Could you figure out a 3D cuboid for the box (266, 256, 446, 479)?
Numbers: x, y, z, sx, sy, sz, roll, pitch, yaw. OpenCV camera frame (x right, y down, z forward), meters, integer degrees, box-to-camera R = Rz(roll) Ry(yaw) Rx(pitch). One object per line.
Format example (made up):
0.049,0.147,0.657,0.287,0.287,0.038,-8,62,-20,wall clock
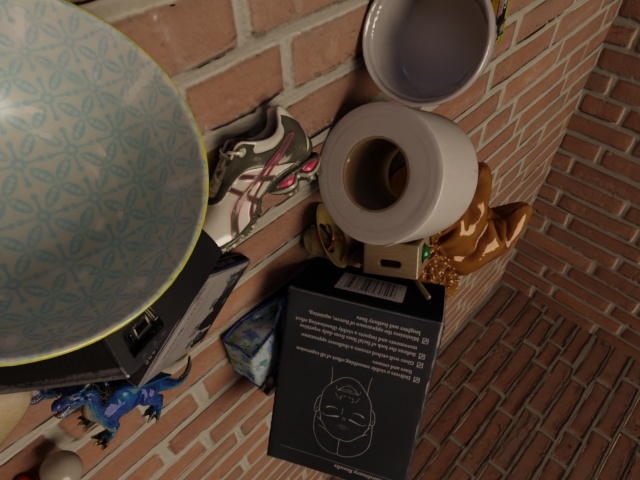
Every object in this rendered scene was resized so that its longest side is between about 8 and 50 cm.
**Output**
0.077,0.273,1.014,0.212,0.294,0.395,-42,143,-69,box

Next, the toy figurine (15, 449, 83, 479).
-0.406,0.417,0.650,0.210,0.213,0.148,3,129,-53,toy figurine

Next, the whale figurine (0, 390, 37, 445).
-0.416,0.189,0.508,0.216,0.141,0.272,-38,172,-40,whale figurine

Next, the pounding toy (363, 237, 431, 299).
0.167,0.040,0.977,0.130,0.141,0.100,-37,130,-61,pounding toy

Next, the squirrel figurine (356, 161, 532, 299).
0.266,-0.027,1.160,0.370,0.281,0.396,26,96,-55,squirrel figurine

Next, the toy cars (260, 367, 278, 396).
0.009,0.266,1.257,0.394,0.087,0.176,-40,148,-26,toy cars

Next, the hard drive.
-0.221,0.058,0.523,0.254,0.172,0.054,-73,151,-65,hard drive

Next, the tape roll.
0.141,-0.120,0.881,0.169,0.246,0.246,-9,128,-53,tape roll

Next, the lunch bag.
-0.115,0.206,1.004,0.151,0.096,0.128,-49,153,-35,lunch bag

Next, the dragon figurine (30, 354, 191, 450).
-0.291,0.219,0.746,0.289,0.085,0.144,-15,133,-49,dragon figurine

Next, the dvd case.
-0.190,0.109,0.745,0.179,0.030,0.239,-58,176,5,dvd case

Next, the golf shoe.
-0.125,-0.080,0.698,0.273,0.105,0.120,-44,128,-20,golf shoe

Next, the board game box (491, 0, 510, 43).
0.254,-0.432,0.828,0.048,0.141,0.170,-45,150,-23,board game box

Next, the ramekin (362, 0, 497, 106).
0.183,-0.325,0.779,0.109,0.207,0.207,-30,144,-54,ramekin

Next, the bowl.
-0.258,-0.042,0.408,0.289,0.289,0.156,-36,-172,-32,bowl

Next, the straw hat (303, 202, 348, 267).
0.000,0.000,0.980,0.061,0.144,0.144,-18,161,22,straw hat
